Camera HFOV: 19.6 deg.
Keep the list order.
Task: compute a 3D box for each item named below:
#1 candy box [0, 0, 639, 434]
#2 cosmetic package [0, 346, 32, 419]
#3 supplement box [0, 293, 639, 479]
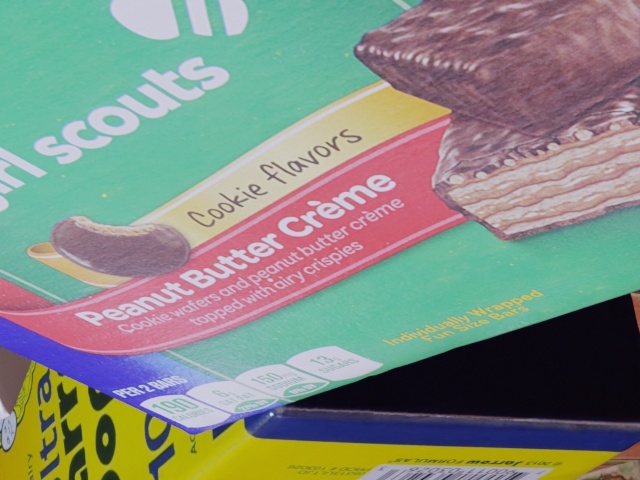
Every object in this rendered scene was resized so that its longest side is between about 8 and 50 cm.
[{"bbox_3d":[-0.048,-0.083,0.448,0.268,0.122,0.317,-22,140,38],"label":"candy box"},{"bbox_3d":[-0.162,0.016,0.767,0.099,0.060,0.239,-18,-161,8],"label":"cosmetic package"},{"bbox_3d":[-0.029,0.064,0.924,0.195,0.194,0.356,6,152,-28],"label":"supplement box"}]
